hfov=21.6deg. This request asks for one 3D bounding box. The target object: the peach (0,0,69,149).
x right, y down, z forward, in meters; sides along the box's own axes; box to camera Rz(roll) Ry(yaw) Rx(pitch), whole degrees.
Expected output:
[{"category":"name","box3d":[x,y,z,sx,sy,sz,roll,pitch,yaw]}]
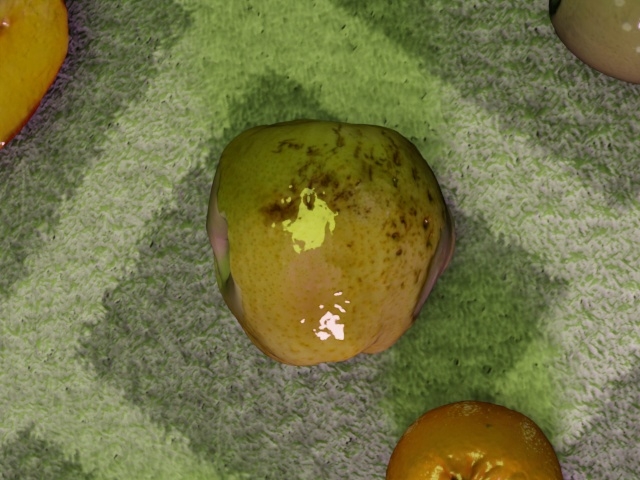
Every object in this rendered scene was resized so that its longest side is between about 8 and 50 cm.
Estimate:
[{"category":"peach","box3d":[-0.445,-0.228,1.798,0.380,0.242,0.306,6,72,26]}]

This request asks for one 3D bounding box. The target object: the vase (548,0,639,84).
[{"category":"vase","box3d":[0.396,-0.294,1.634,0.302,0.241,0.329,15,69,0]}]

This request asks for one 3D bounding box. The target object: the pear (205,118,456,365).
[{"category":"pear","box3d":[0.000,0.000,1.696,0.271,0.271,0.271,0,92,13]}]

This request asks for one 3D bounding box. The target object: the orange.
[{"category":"orange","box3d":[0.159,0.259,1.715,0.193,0.161,0.193,2,96,15]}]
